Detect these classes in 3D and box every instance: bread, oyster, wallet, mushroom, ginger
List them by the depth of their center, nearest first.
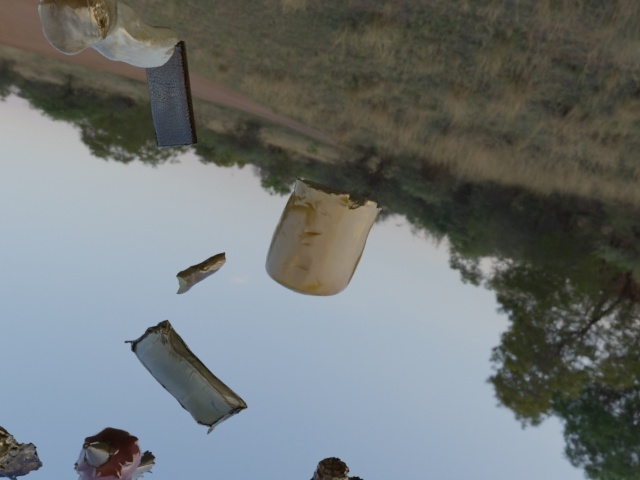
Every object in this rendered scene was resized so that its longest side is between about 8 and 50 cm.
[{"bbox_3d":[-0.194,-0.201,0.541,0.059,0.055,0.202,-27,-178,12],"label":"mushroom"},{"bbox_3d":[-0.377,0.215,0.577,0.105,0.177,0.056,4,-133,11],"label":"oyster"},{"bbox_3d":[0.001,0.001,0.776,0.134,0.173,0.085,14,-161,-12],"label":"bread"},{"bbox_3d":[-0.256,0.067,1.146,0.057,0.137,0.044,29,-143,-51],"label":"ginger"},{"bbox_3d":[-0.365,-0.354,1.346,0.132,0.244,0.039,1,-167,28],"label":"wallet"}]

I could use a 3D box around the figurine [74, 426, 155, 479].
[{"bbox_3d":[-0.531,0.574,1.400,0.206,0.166,0.387,6,148,-11],"label":"figurine"}]

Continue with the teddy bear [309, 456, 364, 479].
[{"bbox_3d":[0.043,0.686,1.268,0.222,0.296,0.246,3,140,52],"label":"teddy bear"}]

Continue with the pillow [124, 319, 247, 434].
[{"bbox_3d":[-0.218,0.216,0.882,0.208,0.119,0.053,49,-138,-6],"label":"pillow"}]
